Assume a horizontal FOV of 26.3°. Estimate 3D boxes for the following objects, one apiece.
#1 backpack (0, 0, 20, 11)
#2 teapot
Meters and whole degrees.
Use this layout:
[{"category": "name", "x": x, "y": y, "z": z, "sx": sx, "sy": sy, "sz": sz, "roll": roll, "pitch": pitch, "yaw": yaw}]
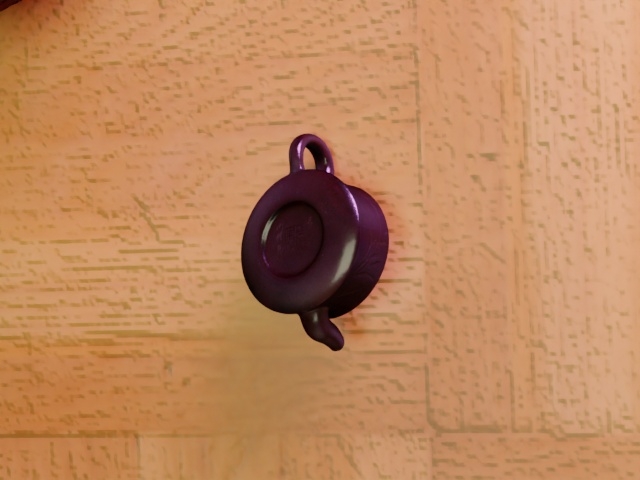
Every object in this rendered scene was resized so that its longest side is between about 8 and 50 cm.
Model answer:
[{"category": "backpack", "x": -0.178, "y": -0.225, "z": 0.616, "sx": 0.229, "sy": 0.139, "sz": 0.229, "roll": 7, "pitch": 110, "yaw": 20}, {"category": "teapot", "x": 0.000, "y": 0.000, "z": 0.624, "sx": 0.068, "sy": 0.045, "sz": 0.100, "roll": -14, "pitch": 70, "yaw": 33}]
